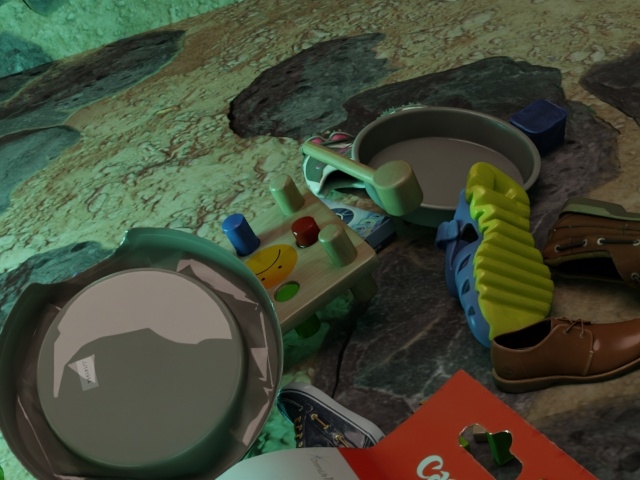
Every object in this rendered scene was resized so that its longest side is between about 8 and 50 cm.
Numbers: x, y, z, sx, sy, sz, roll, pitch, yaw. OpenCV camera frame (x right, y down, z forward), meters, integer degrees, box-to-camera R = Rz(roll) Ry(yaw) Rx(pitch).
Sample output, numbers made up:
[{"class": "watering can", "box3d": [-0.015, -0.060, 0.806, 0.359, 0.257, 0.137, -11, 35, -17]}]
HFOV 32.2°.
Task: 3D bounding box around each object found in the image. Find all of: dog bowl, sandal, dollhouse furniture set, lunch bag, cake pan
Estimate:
[{"class": "dog bowl", "box3d": [-0.214, 0.161, 1.348, 0.349, 0.102, 0.348, -2, 66, 4]}, {"class": "sandal", "box3d": [0.223, 0.038, 1.489, 0.138, 0.126, 0.317, -51, 19, 33]}, {"class": "dollhouse furniture set", "box3d": [0.168, 0.198, 1.282, 0.076, 0.058, 0.152, -27, 31, -17]}, {"class": "lunch bag", "box3d": [0.354, -0.177, 1.819, 0.098, 0.065, 0.067, -31, 47, -24]}, {"class": "cake pan", "box3d": [0.195, -0.114, 1.734, 0.293, 0.054, 0.293, 1, 38, 0]}]

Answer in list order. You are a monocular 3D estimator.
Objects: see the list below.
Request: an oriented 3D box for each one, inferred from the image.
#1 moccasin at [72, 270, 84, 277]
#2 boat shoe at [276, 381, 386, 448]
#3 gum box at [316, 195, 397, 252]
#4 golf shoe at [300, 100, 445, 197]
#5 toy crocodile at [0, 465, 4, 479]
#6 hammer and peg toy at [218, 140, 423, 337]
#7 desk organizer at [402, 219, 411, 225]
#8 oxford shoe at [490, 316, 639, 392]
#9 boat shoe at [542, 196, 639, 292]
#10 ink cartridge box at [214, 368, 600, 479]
[{"class": "moccasin", "box3d": [-0.327, 0.138, 1.497, 0.342, 0.117, 0.137, -40, 33, 4]}, {"class": "boat shoe", "box3d": [-0.010, 0.230, 1.318, 0.083, 0.065, 0.183, -35, 34, -30]}, {"class": "gum box", "box3d": [0.000, 0.000, 1.731, 0.157, 0.041, 0.184, -36, 35, -29]}, {"class": "golf shoe", "box3d": [0.102, -0.146, 1.893, 0.273, 0.105, 0.120, -19, 44, 10]}, {"class": "toy crocodile", "box3d": [-0.343, 0.334, 1.256, 0.341, 0.115, 0.105, 14, 52, 35]}, {"class": "hammer and peg toy", "box3d": [-0.029, 0.013, 1.571, 0.361, 0.127, 0.266, -36, 35, -7]}, {"class": "desk organizer", "box3d": [0.133, -0.079, 1.785, 0.047, 0.050, 0.130, -21, 29, -6]}, {"class": "oxford shoe", "box3d": [0.307, 0.122, 1.322, 0.212, 0.076, 0.076, -14, 28, 4]}, {"class": "boat shoe", "box3d": [0.422, 0.025, 1.408, 0.307, 0.111, 0.104, 9, 62, 52]}, {"class": "ink cartridge box", "box3d": [0.018, 0.256, 0.999, 0.385, 0.091, 0.308, -38, 19, -5]}]
